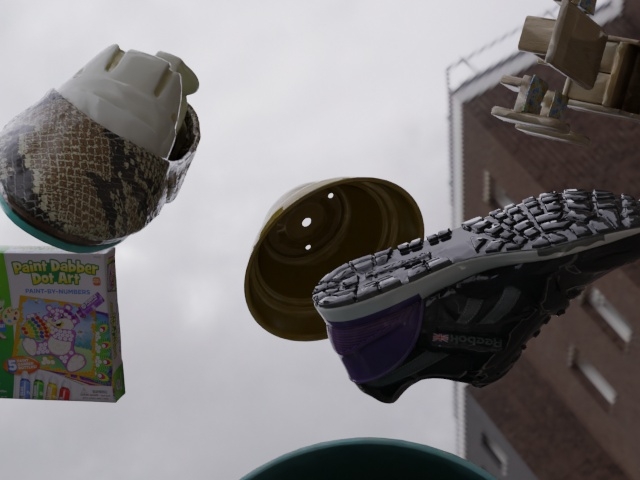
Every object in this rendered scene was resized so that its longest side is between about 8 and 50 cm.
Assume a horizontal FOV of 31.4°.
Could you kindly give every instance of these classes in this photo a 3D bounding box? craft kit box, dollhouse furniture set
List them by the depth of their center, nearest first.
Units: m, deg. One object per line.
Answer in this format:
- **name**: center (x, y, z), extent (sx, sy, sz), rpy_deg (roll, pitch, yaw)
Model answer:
- **dollhouse furniture set**: center (0.347, -0.216, 1.369), extent (0.242, 0.161, 0.212), rpy_deg (12, -86, -57)
- **craft kit box**: center (-0.440, 0.131, 1.803), extent (0.061, 0.249, 0.247), rpy_deg (-47, -44, -75)

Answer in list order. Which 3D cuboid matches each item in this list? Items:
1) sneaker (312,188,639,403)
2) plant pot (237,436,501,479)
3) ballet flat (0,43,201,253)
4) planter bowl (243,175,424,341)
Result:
- **sneaker**: center (0.146, 0.050, 0.937), extent (0.283, 0.107, 0.124), rpy_deg (-17, -71, 15)
- **plant pot**: center (0.041, 0.310, 0.814), extent (0.293, 0.293, 0.235), rpy_deg (-33, -22, -7)
- **ballet flat**: center (-0.198, -0.111, 1.141), extent (0.182, 0.164, 0.483), rpy_deg (-57, 3, 6)
- **planter bowl**: center (0.000, 0.000, 1.263), extent (0.217, 0.090, 0.217), rpy_deg (-16, -49, -19)
